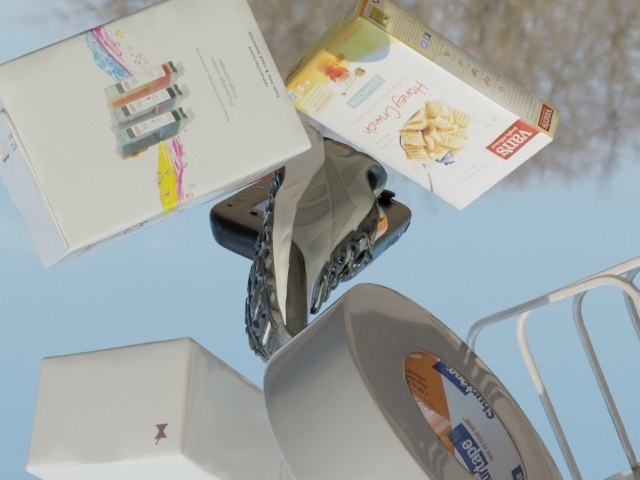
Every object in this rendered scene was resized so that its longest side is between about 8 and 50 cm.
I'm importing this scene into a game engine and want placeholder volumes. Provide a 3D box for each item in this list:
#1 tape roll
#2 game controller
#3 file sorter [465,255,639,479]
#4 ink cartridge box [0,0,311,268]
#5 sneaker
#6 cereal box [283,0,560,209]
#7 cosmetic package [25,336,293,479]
[{"bbox_3d":[0.065,0.133,1.008,0.219,0.072,0.219,43,-161,-19],"label":"tape roll"},{"bbox_3d":[-0.006,-0.023,1.770,0.166,0.067,0.319,28,-163,9],"label":"game controller"},{"bbox_3d":[0.271,0.091,1.200,0.277,0.173,0.193,-16,174,-40],"label":"file sorter"},{"bbox_3d":[-0.122,-0.074,1.069,0.176,0.127,0.128,-23,180,-18],"label":"ink cartridge box"},{"bbox_3d":[0.000,0.000,1.360,0.108,0.100,0.271,16,-139,-2],"label":"sneaker"},{"bbox_3d":[0.099,-0.139,1.662,0.240,0.173,0.047,31,-126,-15],"label":"cereal box"},{"bbox_3d":[-0.162,0.293,2.159,0.230,0.161,0.453,-9,152,24],"label":"cosmetic package"}]
